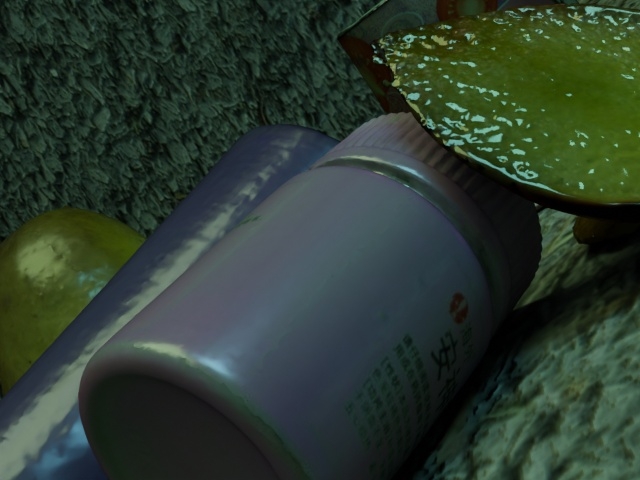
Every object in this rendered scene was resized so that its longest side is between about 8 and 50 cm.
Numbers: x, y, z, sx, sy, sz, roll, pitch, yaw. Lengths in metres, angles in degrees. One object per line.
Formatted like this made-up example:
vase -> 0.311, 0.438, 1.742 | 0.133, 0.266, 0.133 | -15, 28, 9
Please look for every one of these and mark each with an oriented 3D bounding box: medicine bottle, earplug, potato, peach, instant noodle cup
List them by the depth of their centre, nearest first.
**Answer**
medicine bottle -> 0.005, 0.056, 0.784 | 0.178, 0.178, 0.291 | -32, 9, 47
peach -> 0.162, -0.075, 0.796 | 0.189, 0.279, 0.068 | -54, -27, -39
earplug -> -0.114, 0.123, 0.939 | 0.456, 0.215, 0.215 | -48, 11, -33
instant noodle cup -> 0.161, -0.161, 1.174 | 0.243, 0.231, 0.243 | -37, 8, 6
potato -> -0.245, 0.113, 1.300 | 0.290, 0.296, 0.397 | -40, 5, 6

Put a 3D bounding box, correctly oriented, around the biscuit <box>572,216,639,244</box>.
biscuit -> 0.272, -0.078, 0.885 | 0.247, 0.029, 0.118 | -43, 5, -18
